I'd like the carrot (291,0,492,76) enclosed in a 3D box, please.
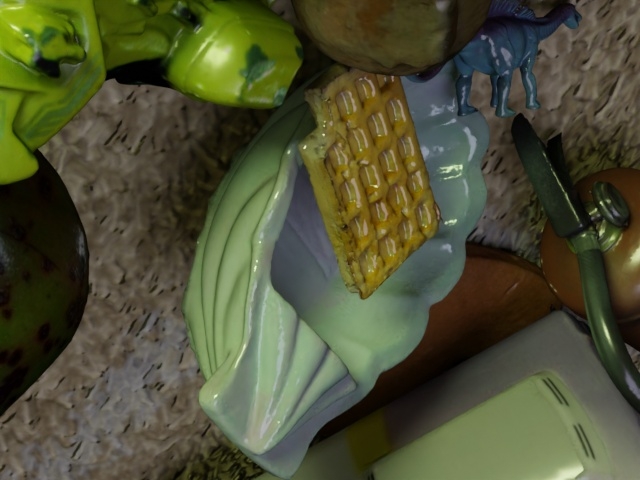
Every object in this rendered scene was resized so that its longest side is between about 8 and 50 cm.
[{"bbox_3d":[0.057,-0.237,0.976,0.138,0.139,0.302,0,118,-29],"label":"carrot"}]

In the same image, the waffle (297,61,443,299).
[{"bbox_3d":[0.028,-0.043,1.076,0.092,0.021,0.135,-41,123,-38],"label":"waffle"}]

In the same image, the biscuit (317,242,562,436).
[{"bbox_3d":[0.081,0.083,1.360,0.186,0.036,0.192,14,123,-39],"label":"biscuit"}]

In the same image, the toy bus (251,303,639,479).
[{"bbox_3d":[0.077,0.246,1.350,0.440,0.209,0.249,-29,148,3],"label":"toy bus"}]

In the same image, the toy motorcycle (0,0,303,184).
[{"bbox_3d":[-0.146,-0.097,0.908,0.342,0.142,0.206,-19,150,-50],"label":"toy motorcycle"}]

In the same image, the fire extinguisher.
[{"bbox_3d":[0.268,0.051,1.314,0.113,0.200,0.376,-44,137,15],"label":"fire extinguisher"}]

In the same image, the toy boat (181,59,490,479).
[{"bbox_3d":[0.000,0.000,1.142,0.199,0.100,0.290,49,60,-42],"label":"toy boat"}]

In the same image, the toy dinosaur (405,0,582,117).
[{"bbox_3d":[0.107,-0.118,1.142,0.197,0.045,0.080,-17,109,-46],"label":"toy dinosaur"}]

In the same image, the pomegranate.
[{"bbox_3d":[-0.239,0.029,1.043,0.202,0.202,0.248,-11,165,-20],"label":"pomegranate"}]
